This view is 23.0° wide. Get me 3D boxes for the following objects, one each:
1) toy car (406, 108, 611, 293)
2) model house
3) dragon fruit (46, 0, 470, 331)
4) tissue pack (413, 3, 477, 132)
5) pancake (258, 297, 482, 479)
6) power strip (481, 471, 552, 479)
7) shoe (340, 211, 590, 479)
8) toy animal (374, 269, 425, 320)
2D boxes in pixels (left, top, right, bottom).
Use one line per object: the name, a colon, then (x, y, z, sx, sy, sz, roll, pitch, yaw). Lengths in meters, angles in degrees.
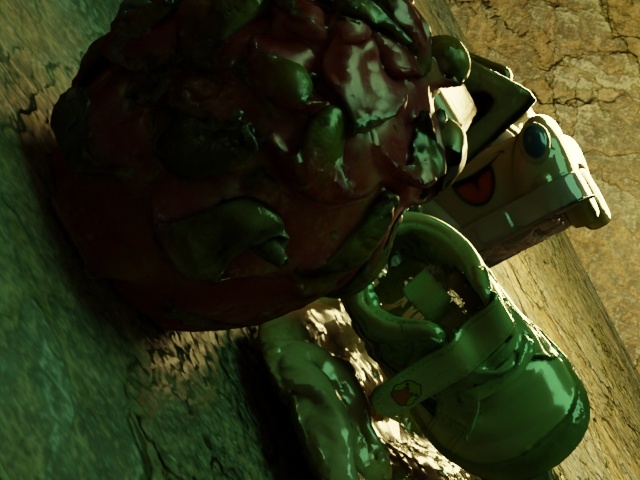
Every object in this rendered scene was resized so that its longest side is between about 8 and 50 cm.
toy car: (0.223, -0.076, 2.045, 0.226, 0.242, 0.336, 64, 14, 9)
model house: (0.098, -0.187, 1.908, 0.268, 0.173, 0.239, 26, 20, -6)
dragon fruit: (-0.031, -0.072, 1.123, 0.269, 0.291, 0.250, 38, 20, -57)
tissue pack: (0.011, -0.193, 1.687, 0.274, 0.194, 0.145, 57, 19, -7)
pancake: (0.073, 0.200, 1.333, 0.387, 0.082, 0.387, 54, 12, -17)
power strip: (0.190, 0.274, 1.531, 0.216, 0.061, 0.145, 107, -31, -82)
shoe: (0.099, 0.084, 1.278, 0.262, 0.140, 0.128, 52, 7, 15)
toy animal: (0.052, 0.053, 1.506, 0.091, 0.114, 0.082, 35, 30, -25)
